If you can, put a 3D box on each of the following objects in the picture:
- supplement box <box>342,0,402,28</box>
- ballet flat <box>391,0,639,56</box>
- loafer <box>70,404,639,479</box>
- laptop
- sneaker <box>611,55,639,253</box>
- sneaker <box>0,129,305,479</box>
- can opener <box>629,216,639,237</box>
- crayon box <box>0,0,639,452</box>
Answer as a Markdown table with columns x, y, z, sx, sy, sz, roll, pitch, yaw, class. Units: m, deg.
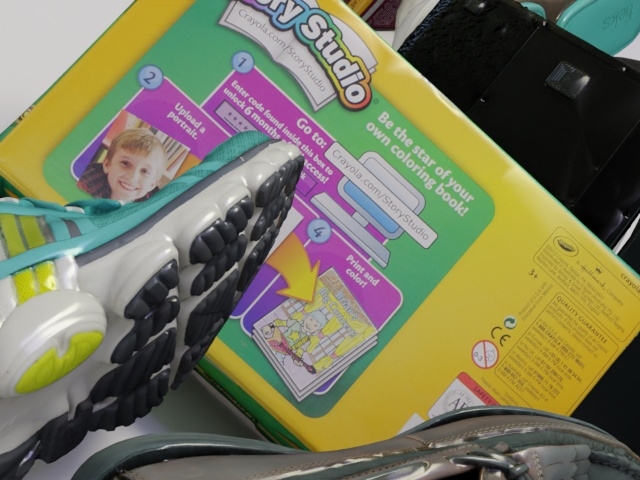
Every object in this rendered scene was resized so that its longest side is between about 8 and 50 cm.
| x | y | z | sx | sy | sz | roll | pitch | yaw | class |
| --- | --- | --- | --- | --- | --- | --- | --- | --- | --- |
| 0.063 | -0.240 | 1.248 | 0.081 | 0.104 | 0.188 | 49 | 25 | 12 | supplement box |
| 0.138 | -0.166 | 1.215 | 0.139 | 0.139 | 0.400 | 48 | 40 | 9 | ballet flat |
| 0.034 | 0.122 | 0.588 | 0.267 | 0.096 | 0.084 | 1 | 9 | -27 | loafer |
| 0.121 | 0.024 | 0.847 | 0.264 | 0.234 | 0.136 | 33 | -20 | 18 | laptop |
| 0.126 | -0.006 | 0.977 | 0.330 | 0.146 | 0.122 | -23 | 40 | -39 | sneaker |
| -0.109 | 0.013 | 0.546 | 0.110 | 0.107 | 0.275 | 41 | 44 | 19 | sneaker |
| 0.275 | -0.001 | 1.116 | 0.074 | 0.093 | 0.280 | 52 | -4 | 16 | can opener |
| 0.000 | 0.000 | 0.699 | 0.278 | 0.165 | 0.081 | 43 | -13 | -4 | crayon box |
